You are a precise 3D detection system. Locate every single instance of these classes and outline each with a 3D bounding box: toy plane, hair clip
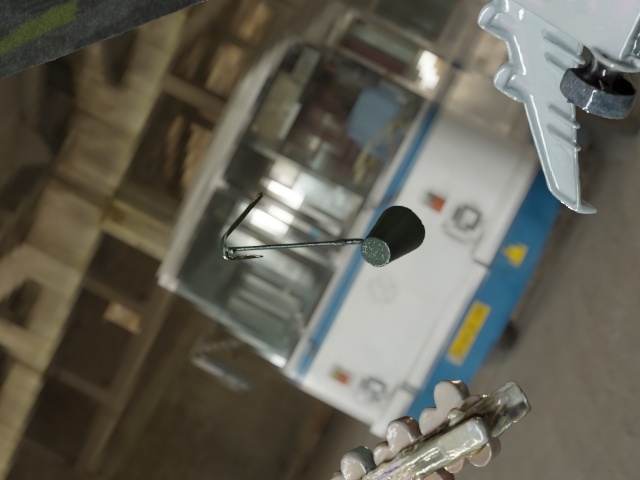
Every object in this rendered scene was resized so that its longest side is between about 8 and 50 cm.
[{"bbox_3d":[0.139,-0.141,0.932,0.101,0.255,0.251,-28,-34,-56],"label":"toy plane"},{"bbox_3d":[0.061,0.132,1.085,0.056,0.062,0.214,-29,-8,-35],"label":"hair clip"}]

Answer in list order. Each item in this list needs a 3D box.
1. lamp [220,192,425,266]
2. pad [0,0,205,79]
[{"bbox_3d":[0.001,0.000,1.126,0.054,0.121,0.041,-42,-51,-54],"label":"lamp"},{"bbox_3d":[-0.097,-0.139,0.457,0.003,0.143,0.211,-122,12,-55],"label":"pad"}]
